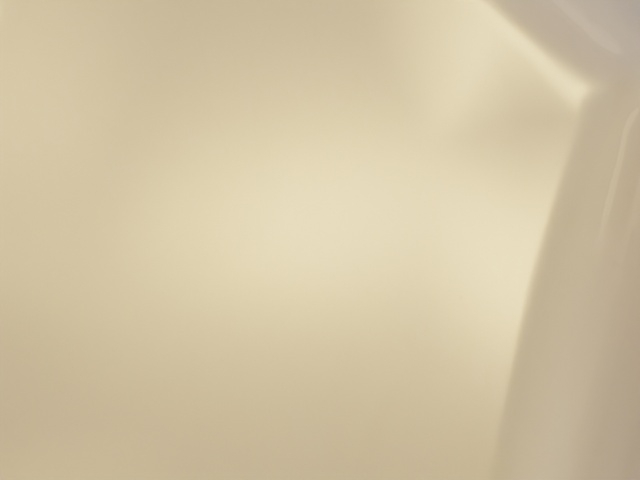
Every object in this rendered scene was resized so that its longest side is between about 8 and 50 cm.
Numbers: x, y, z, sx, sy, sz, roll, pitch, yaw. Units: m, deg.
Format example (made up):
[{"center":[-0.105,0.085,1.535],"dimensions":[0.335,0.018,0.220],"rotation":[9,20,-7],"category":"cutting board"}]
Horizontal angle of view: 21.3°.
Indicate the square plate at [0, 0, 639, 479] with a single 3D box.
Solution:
[{"center":[0.000,0.000,0.480],"dimensions":[0.049,0.344,0.347],"rotation":[-5,-121,42],"category":"square plate"}]
